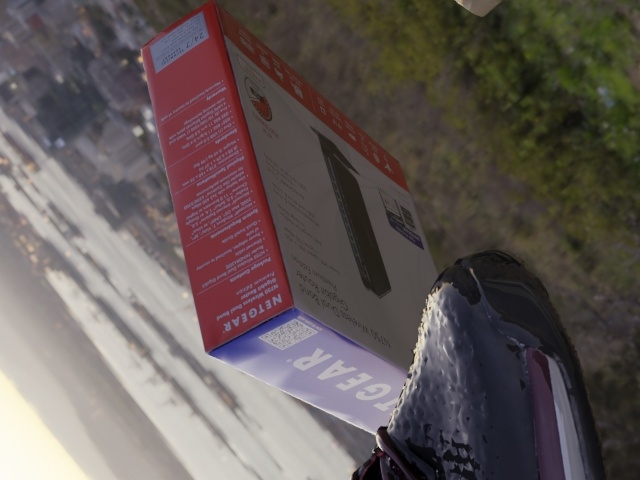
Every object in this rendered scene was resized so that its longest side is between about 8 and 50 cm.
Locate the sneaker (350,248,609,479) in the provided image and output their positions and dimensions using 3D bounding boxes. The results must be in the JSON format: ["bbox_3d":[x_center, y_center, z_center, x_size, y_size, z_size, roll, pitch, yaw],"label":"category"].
[{"bbox_3d":[0.011,0.144,0.429,0.106,0.163,0.281,-121,27,-68],"label":"sneaker"}]

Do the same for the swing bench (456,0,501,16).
[{"bbox_3d":[0.134,-0.324,0.832,0.255,0.253,0.165,39,-158,-20],"label":"swing bench"}]

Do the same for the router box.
[{"bbox_3d":[0.000,0.000,1.011,0.335,0.082,0.301,34,-147,-52],"label":"router box"}]
